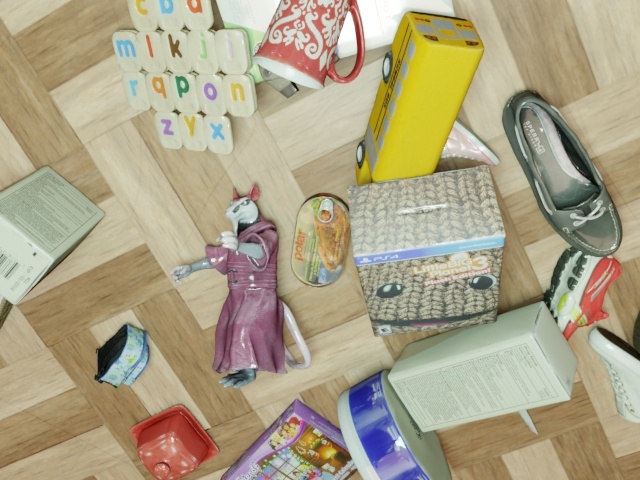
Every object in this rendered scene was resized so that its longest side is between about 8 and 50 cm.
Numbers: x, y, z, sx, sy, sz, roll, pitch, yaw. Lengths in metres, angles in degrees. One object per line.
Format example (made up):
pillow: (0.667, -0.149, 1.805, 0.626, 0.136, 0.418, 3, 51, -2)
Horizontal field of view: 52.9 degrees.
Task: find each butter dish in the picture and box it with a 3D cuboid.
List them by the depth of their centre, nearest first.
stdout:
butter dish: (-0.332, 0.469, 1.410, 0.159, 0.118, 0.160, -28, 107, 14)

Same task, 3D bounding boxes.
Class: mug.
mug: (-0.005, -0.317, 0.946, 0.113, 0.150, 0.169, 25, 95, 38)

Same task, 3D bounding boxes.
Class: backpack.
backpack: (-0.404, 0.236, 1.334, 0.084, 0.105, 0.114, 29, 112, -31)

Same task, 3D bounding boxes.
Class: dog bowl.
dog bowl: (0.147, 0.394, 1.265, 0.104, 0.265, 0.265, -33, 106, 13)

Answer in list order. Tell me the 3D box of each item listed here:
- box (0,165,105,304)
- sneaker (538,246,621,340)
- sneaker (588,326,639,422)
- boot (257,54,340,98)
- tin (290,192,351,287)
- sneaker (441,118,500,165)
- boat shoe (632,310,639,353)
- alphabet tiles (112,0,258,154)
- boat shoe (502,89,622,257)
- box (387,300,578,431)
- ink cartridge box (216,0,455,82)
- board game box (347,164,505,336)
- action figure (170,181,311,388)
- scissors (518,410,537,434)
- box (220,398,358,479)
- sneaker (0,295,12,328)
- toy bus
box: (-0.525, -0.017, 1.168, 0.148, 0.232, 0.127, 42, 109, -12)
sneaker: (0.488, 0.146, 1.232, 0.118, 0.107, 0.279, 14, 115, -12)
sneaker: (0.616, 0.292, 1.274, 0.290, 0.106, 0.123, 39, 107, -12)
boot: (-0.041, -0.284, 1.007, 0.118, 0.042, 0.087, -33, 101, 10)
tin: (0.000, 0.000, 1.243, 0.106, 0.040, 0.190, 8, 112, -3)
sneaker: (0.253, -0.164, 1.152, 0.134, 0.051, 0.070, 38, 111, -7)
boat shoe: (0.668, 0.138, 1.235, 0.072, 0.068, 0.190, 9, 112, -12)
alphabet tiles: (-0.231, -0.284, 1.086, 0.284, 0.021, 0.278, 10, 122, 29)
boat shoe: (0.417, -0.105, 1.107, 0.112, 0.095, 0.335, -32, 95, 14)
box: (0.301, 0.242, 1.208, 0.311, 0.121, 0.148, -25, 101, 36)
ink cartridge box: (0.019, -0.403, 1.035, 0.353, 0.119, 0.207, -13, 112, 10)
board game box: (0.184, 0.030, 1.113, 0.232, 0.141, 0.291, -8, 145, 8)
action figure: (-0.116, 0.077, 1.201, 0.275, 0.248, 0.370, 4, 88, -32)
scissors: (0.388, 0.291, 1.337, 0.297, 0.021, 0.109, 41, 107, -10)
box: (-0.067, 0.515, 1.440, 0.201, 0.057, 0.293, 37, 110, -10)
sneaker: (-0.693, 0.087, 1.295, 0.153, 0.099, 0.282, 32, 113, -10)
toy bus: (0.148, -0.199, 1.045, 0.108, 0.130, 0.333, 3, 136, -13)
